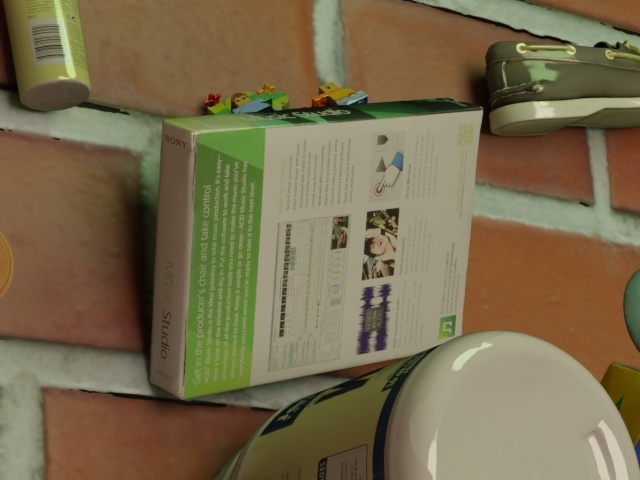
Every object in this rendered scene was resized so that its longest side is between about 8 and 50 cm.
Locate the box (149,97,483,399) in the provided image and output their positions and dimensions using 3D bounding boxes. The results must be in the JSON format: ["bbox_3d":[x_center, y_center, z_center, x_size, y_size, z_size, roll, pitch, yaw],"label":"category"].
[{"bbox_3d":[0.000,0.000,1.604,0.322,0.058,0.232,-7,108,-39],"label":"box"}]

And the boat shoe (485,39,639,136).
[{"bbox_3d":[0.299,-0.166,1.921,0.305,0.109,0.091,-5,81,-34],"label":"boat shoe"}]

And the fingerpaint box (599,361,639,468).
[{"bbox_3d":[0.376,0.370,1.575,0.445,0.163,0.371,29,88,-9],"label":"fingerpaint box"}]

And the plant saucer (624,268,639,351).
[{"bbox_3d":[0.371,0.080,1.938,0.119,0.021,0.119,14,65,-32],"label":"plant saucer"}]

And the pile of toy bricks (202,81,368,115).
[{"bbox_3d":[-0.060,-0.100,1.649,0.212,0.118,0.105,-27,51,-30],"label":"pile of toy bricks"}]

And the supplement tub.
[{"bbox_3d":[0.070,0.218,1.465,0.235,0.325,0.235,14,66,-32],"label":"supplement tub"}]

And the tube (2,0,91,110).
[{"bbox_3d":[-0.244,-0.230,1.581,0.070,0.062,0.240,54,23,-70],"label":"tube"}]

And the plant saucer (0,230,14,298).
[{"bbox_3d":[-0.285,0.016,1.481,0.083,0.013,0.083,14,64,-32],"label":"plant saucer"}]
